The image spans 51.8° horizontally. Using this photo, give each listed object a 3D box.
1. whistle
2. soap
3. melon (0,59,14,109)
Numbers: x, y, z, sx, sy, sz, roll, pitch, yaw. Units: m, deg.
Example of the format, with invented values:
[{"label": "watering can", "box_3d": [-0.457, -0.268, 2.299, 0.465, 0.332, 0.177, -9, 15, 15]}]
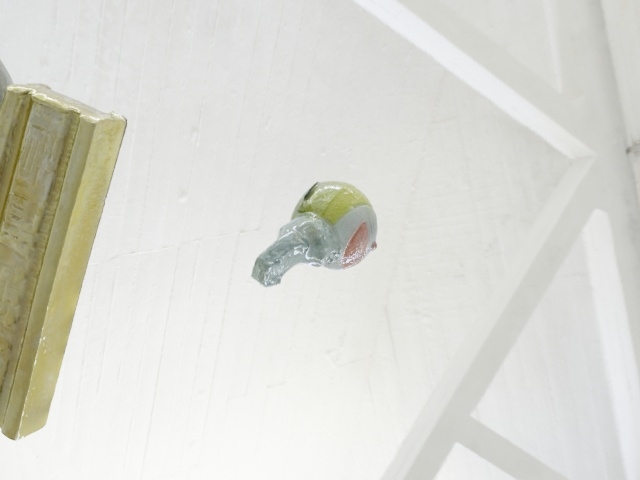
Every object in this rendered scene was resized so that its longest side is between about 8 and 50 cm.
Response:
[{"label": "whistle", "box_3d": [0.000, 0.000, 0.830, 0.223, 0.123, 0.122, -36, -82, -47]}, {"label": "soap", "box_3d": [-0.218, 0.014, 0.489, 0.092, 0.037, 0.251, 22, -79, 20]}, {"label": "melon", "box_3d": [-0.480, -0.155, 0.765, 0.238, 0.301, 0.237, -2, -113, 5]}]
